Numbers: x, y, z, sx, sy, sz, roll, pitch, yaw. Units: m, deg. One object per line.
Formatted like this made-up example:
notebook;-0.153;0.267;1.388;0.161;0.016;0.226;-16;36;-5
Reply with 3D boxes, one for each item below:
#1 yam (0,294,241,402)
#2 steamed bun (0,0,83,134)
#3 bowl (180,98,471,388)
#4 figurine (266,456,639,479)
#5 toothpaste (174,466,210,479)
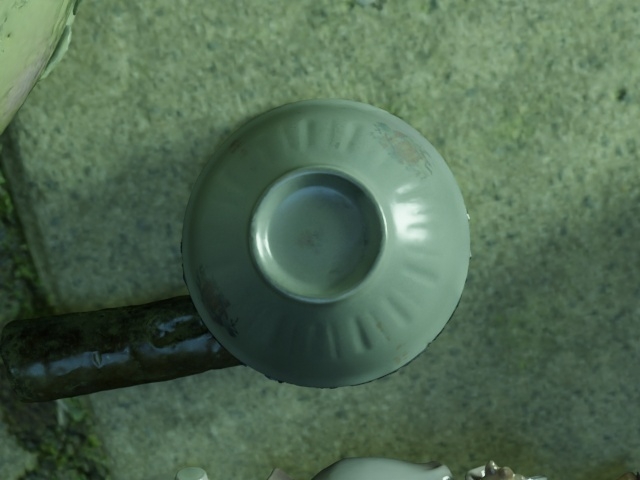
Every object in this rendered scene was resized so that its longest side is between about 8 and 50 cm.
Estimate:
yam;-0.073;0.061;0.954;0.274;0.061;0.061;-9;108;4
steamed bun;-0.252;-0.142;0.767;0.233;0.312;0.333;20;111;-6
bowl;0.000;0.000;0.884;0.189;0.086;0.189;0;86;4
figurine;0.088;0.209;0.959;0.276;0.200;0.133;-2;67;2
toothpaste;-0.090;0.251;1.036;0.048;0.031;0.190;0;111;-1
